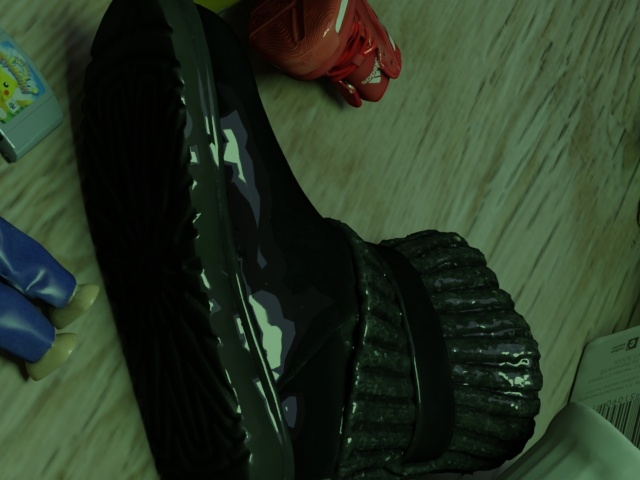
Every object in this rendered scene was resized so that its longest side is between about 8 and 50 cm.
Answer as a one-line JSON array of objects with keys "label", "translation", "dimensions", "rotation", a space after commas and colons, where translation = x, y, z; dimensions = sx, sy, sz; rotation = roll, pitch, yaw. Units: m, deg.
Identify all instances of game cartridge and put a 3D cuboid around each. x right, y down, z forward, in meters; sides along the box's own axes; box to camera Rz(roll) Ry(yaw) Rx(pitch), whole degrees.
[{"label": "game cartridge", "translation": [-0.195, -0.094, 0.965], "dimensions": [0.083, 0.017, 0.056], "rotation": [53, 42, -13]}]

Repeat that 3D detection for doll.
[{"label": "doll", "translation": [-0.215, 0.004, 0.882], "dimensions": [0.189, 0.046, 0.129], "rotation": [39, 49, -25]}]

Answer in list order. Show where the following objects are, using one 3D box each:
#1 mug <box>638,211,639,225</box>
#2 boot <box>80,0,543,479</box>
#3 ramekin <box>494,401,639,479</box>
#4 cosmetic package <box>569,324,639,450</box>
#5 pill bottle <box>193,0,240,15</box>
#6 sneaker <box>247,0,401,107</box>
[{"label": "mug", "translation": [0.321, -0.007, 1.389], "dimensions": [0.064, 0.078, 0.062], "rotation": [-67, 152, -27]}, {"label": "boot", "translation": [-0.002, 0.002, 1.016], "dimensions": [0.260, 0.131, 0.348], "rotation": [-11, 91, -38]}, {"label": "ramekin", "translation": [0.193, 0.251, 0.999], "dimensions": [0.135, 0.277, 0.277], "rotation": [-36, 101, -3]}, {"label": "cosmetic package", "translation": [0.301, 0.168, 1.218], "dimensions": [0.184, 0.151, 0.151], "rotation": [43, 48, -23]}, {"label": "pill bottle", "translation": [-0.050, -0.219, 1.032], "dimensions": [0.103, 0.184, 0.103], "rotation": [19, 60, -37]}, {"label": "sneaker", "translation": [0.019, -0.139, 1.090], "dimensions": [0.128, 0.087, 0.221], "rotation": [48, 20, -24]}]
